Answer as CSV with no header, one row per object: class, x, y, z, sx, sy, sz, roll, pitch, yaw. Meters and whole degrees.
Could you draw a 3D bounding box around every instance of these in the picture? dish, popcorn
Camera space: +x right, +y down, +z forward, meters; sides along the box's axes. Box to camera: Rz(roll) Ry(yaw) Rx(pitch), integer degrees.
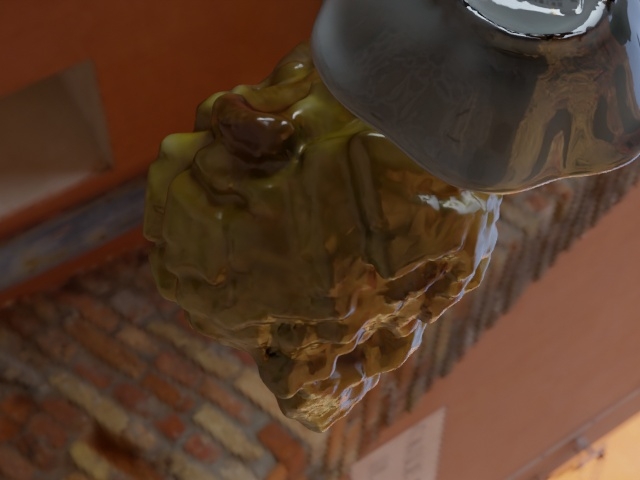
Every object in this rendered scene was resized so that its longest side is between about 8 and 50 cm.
dish,0.109,-0.140,0.808,0.229,0.229,0.081,53,-26,18
popcorn,0.000,0.000,1.046,0.225,0.265,0.332,-117,-151,-53
